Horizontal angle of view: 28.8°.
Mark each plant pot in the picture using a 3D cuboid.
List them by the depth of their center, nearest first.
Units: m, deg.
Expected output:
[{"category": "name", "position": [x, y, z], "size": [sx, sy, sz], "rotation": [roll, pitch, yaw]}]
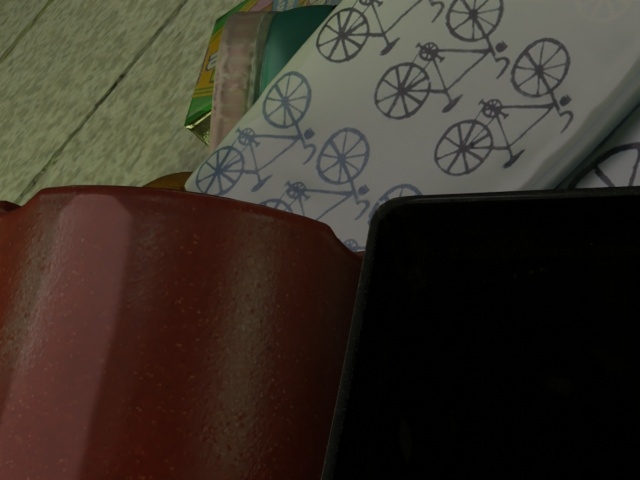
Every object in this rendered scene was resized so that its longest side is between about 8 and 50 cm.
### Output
[{"category": "plant pot", "position": [0.114, 0.105, 0.446], "size": [0.187, 0.167, 0.188], "rotation": [-2, 47, 18]}, {"category": "plant pot", "position": [-0.071, 0.133, 0.520], "size": [0.272, 0.272, 0.265], "rotation": [-12, 64, 46]}]

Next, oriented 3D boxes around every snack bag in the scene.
[{"category": "snack bag", "position": [0.124, -0.040, 0.614], "size": [0.323, 0.037, 0.342], "rotation": [-47, 58, 9]}]

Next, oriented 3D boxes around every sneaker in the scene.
[{"category": "sneaker", "position": [0.000, 0.000, 0.758], "size": [0.121, 0.108, 0.302], "rotation": [-2, 82, 19]}]

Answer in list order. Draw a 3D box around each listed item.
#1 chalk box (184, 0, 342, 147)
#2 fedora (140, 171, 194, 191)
[{"category": "chalk box", "position": [0.029, -0.131, 0.906], "size": [0.213, 0.132, 0.132], "rotation": [-26, 37, 33]}, {"category": "fedora", "position": [-0.142, 0.033, 0.995], "size": [0.194, 0.079, 0.194], "rotation": [-33, 28, 20]}]
